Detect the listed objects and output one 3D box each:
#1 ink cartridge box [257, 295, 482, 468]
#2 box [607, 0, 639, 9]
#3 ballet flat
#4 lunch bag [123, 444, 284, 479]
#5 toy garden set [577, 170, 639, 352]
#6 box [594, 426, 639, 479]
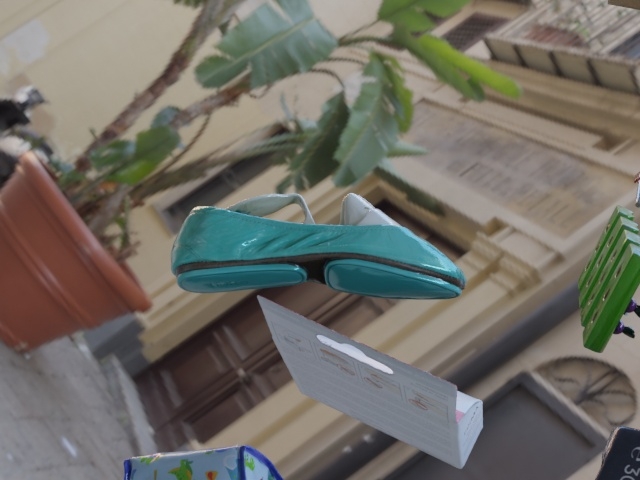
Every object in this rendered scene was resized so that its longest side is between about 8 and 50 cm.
[{"bbox_3d":[0.086,0.193,1.358,0.308,0.091,0.385,23,-24,21],"label":"ink cartridge box"},{"bbox_3d":[0.526,-0.369,1.289,0.201,0.021,0.164,13,-17,9],"label":"box"},{"bbox_3d":[0.000,0.000,0.756,0.083,0.248,0.087,92,0,-69],"label":"ballet flat"},{"bbox_3d":[-0.099,0.257,0.856,0.151,0.129,0.096,54,32,-58],"label":"lunch bag"},{"bbox_3d":[0.348,0.000,0.981,0.049,0.203,0.244,25,19,8],"label":"toy garden set"},{"bbox_3d":[0.362,0.348,0.632,0.396,0.293,0.212,8,-38,39],"label":"box"}]
